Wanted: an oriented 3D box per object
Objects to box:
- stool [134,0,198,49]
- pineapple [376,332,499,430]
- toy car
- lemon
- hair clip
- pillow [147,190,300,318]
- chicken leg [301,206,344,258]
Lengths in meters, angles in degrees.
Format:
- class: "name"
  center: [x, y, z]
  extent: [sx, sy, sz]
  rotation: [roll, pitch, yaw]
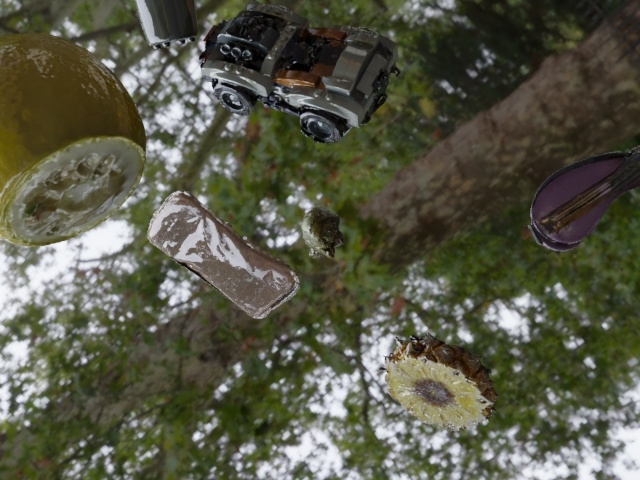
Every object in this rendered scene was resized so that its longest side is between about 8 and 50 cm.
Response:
- class: "stool"
  center: [-0.242, -0.362, 1.342]
  extent: [0.096, 0.096, 0.110]
  rotation: [-38, -59, -63]
- class: "pineapple"
  center: [0.184, 0.236, 1.380]
  extent: [0.221, 0.221, 0.047]
  rotation: [44, -131, -7]
- class: "toy car"
  center: [-0.041, -0.265, 1.293]
  extent: [0.301, 0.118, 0.193]
  rotation: [22, -116, 16]
- class: "lemon"
  center: [-0.338, -0.130, 1.005]
  extent: [0.219, 0.240, 0.240]
  rotation: [52, -153, 18]
- class: "hair clip"
  center: [0.508, -0.097, 1.559]
  extent: [0.096, 0.359, 0.110]
  rotation: [11, 128, 65]
- class: "pillow"
  center: [-0.132, 0.022, 1.137]
  extent: [0.211, 0.135, 0.034]
  rotation: [39, -132, -10]
- class: "chicken leg"
  center: [0.000, 0.000, 1.507]
  extent: [0.178, 0.070, 0.093]
  rotation: [112, 136, -72]
